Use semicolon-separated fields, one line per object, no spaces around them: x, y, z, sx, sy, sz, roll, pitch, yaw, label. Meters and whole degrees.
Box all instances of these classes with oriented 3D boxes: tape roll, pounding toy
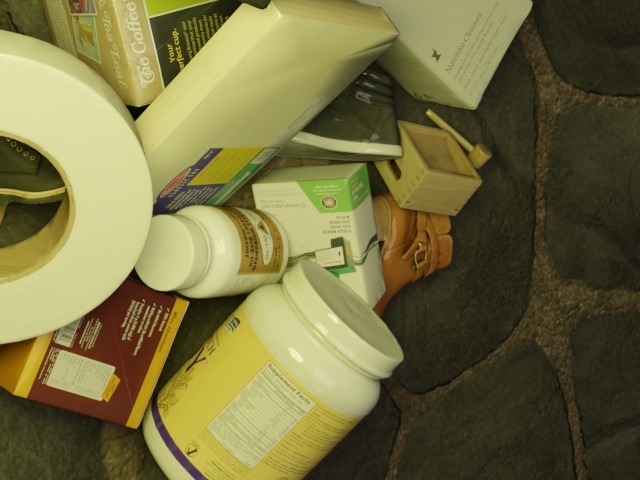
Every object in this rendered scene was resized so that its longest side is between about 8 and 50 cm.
-0.388;-0.051;1.255;0.392;0.072;0.392;-8;125;-11;tape roll
0.191;-0.130;1.849;0.206;0.181;0.094;7;132;-37;pounding toy

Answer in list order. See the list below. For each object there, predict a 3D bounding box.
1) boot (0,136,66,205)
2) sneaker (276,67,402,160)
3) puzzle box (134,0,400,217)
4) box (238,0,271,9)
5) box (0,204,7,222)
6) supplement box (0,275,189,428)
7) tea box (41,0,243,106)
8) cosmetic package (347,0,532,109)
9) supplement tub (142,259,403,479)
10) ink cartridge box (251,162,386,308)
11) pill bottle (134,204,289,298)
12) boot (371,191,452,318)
-0.362;-0.117;1.360;0.077;0.198;0.137;-51;132;-67;boot
-0.006;-0.205;1.696;0.296;0.105;0.146;2;84;-31;sneaker
-0.114;-0.162;1.428;0.272;0.409;0.052;-9;62;-57;puzzle box
-0.191;-0.570;1.138;0.472;0.297;0.479;18;59;-15;box
-0.456;-0.132;1.412;0.164;0.021;0.201;20;88;-38;box
-0.320;0.128;1.503;0.194;0.129;0.191;25;84;-38;supplement box
-0.188;-0.378;1.434;0.324;0.220;0.328;-23;112;-32;tea box
0.129;-0.398;1.709;0.385;0.156;0.217;34;81;-38;cosmetic package
-0.067;0.214;1.579;0.331;0.241;0.241;-47;127;10;supplement tub
0.000;0.000;1.686;0.092;0.160;0.219;-46;130;-61;ink cartridge box
-0.154;0.016;1.555;0.229;0.131;0.131;0;101;-61;pill bottle
0.122;0.058;1.852;0.220;0.109;0.283;-9;98;-40;boot
